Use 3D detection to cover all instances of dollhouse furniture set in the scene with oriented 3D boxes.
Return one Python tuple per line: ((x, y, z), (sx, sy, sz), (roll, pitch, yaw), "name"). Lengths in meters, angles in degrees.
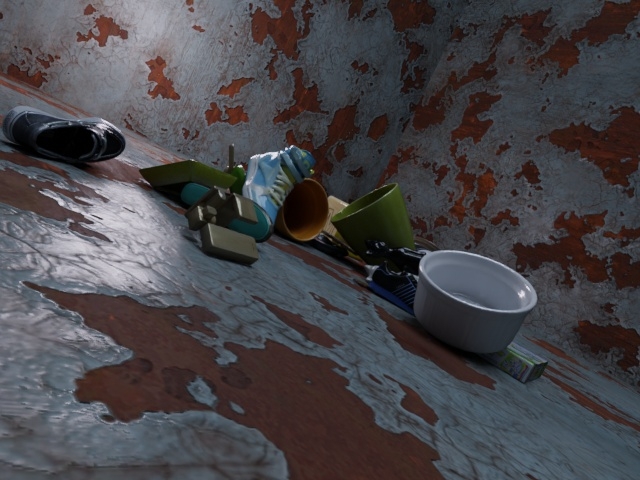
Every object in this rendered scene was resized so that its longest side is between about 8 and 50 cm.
((-0.207, -0.006, 0.941), (0.144, 0.123, 0.151), (20, 43, -49), "dollhouse furniture set")

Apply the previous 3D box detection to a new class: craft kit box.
((0.453, 0.276, 1.264), (0.249, 0.061, 0.246), (30, 4, 34), "craft kit box")

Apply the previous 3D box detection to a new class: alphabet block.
((0.108, -0.053, 2.029), (0.192, 0.194, 0.197), (22, 7, -29), "alphabet block")

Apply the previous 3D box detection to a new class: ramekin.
((0.360, 0.146, 1.167), (0.276, 0.135, 0.277), (9, 26, -5), "ramekin")

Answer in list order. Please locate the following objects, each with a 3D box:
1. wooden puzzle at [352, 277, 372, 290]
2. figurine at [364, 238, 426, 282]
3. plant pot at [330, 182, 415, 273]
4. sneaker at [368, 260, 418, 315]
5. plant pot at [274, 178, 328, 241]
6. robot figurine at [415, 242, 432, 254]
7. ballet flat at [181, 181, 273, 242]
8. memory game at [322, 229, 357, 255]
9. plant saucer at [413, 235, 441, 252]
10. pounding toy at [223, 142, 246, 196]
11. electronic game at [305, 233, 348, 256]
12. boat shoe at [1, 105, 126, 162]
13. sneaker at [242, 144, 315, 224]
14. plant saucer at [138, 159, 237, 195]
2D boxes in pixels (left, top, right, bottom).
((0.122, 0.125, 1.367), (0.083, 0.006, 0.049), (24, 6, -25), "wooden puzzle")
((0.237, 0.092, 1.555), (0.209, 0.092, 0.215), (20, 37, -9), "figurine")
((0.226, -0.014, 1.741), (0.294, 0.274, 0.275), (59, 0, -9), "plant pot")
((0.249, 0.144, 1.320), (0.232, 0.091, 0.081), (30, 7, 10), "sneaker")
((-0.108, -0.108, 1.624), (0.187, 0.205, 0.205), (9, -9, 46), "plant pot")
((0.370, 0.102, 1.934), (0.208, 0.174, 0.278), (14, 9, -17), "robot figurine")
((-0.215, -0.068, 1.181), (0.280, 0.095, 0.096), (29, -6, 23), "ballet flat")
((0.065, 0.003, 1.814), (0.186, 0.012, 0.186), (35, 4, -3), "memory game")
((0.438, 0.105, 2.103), (0.277, 0.041, 0.278), (28, -39, 25), "plant saucer")
((-0.290, -0.163, 1.556), (0.183, 0.110, 0.237), (103, -36, -66), "pounding toy")
((0.000, 0.000, 1.768), (0.229, 0.048, 0.229), (27, 5, -3), "electronic game")
((-0.518, -0.215, 1.043), (0.102, 0.108, 0.301), (28, 8, 15), "boat shoe")
((-0.113, -0.171, 1.424), (0.127, 0.208, 0.319), (55, 23, -45), "sneaker")
((-0.351, -0.157, 1.285), (0.188, 0.045, 0.188), (-5, -10, 27), "plant saucer")
